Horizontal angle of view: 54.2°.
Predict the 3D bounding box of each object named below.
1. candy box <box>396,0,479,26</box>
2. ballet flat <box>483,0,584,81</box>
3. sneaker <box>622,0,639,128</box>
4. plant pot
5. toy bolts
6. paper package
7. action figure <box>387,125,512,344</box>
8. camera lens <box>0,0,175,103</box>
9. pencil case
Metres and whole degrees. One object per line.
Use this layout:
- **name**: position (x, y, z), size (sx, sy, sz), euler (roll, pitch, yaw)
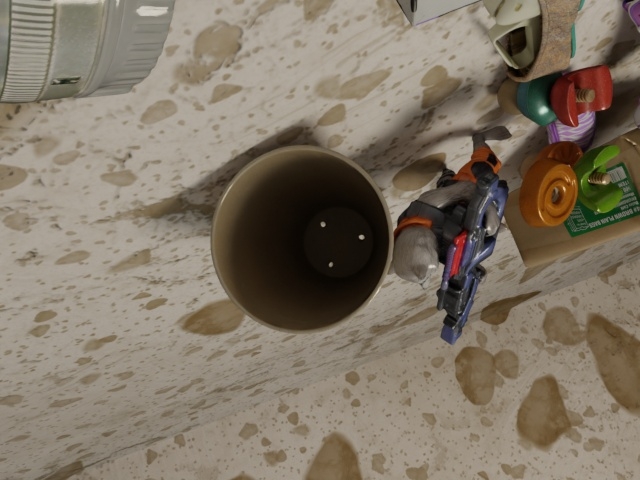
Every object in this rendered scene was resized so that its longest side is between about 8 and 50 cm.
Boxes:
- **candy box**: position (0.103, -0.279, 0.471), size (0.165, 0.196, 0.070), euler (-23, 156, -3)
- **ballet flat**: position (0.253, -0.279, 0.750), size (0.106, 0.107, 0.316), euler (-21, 157, 13)
- **sneaker**: position (0.505, -0.289, 0.921), size (0.102, 0.161, 0.282), euler (-48, 164, -25)
- **plant pot**: position (0.000, 0.000, 0.976), size (0.257, 0.256, 0.274), euler (-29, 173, 11)
- **toy bolts**: position (0.326, -0.143, 0.944), size (0.218, 0.228, 0.159), euler (-24, -156, -27)
- **paper package**: position (0.568, -0.100, 1.219), size (0.310, 0.168, 0.325), euler (-23, 175, -30)
- **action figure**: position (0.211, -0.006, 1.041), size (0.330, 0.179, 0.341), euler (-36, 143, -46)
- **camera lens**: position (-0.237, -0.182, 0.321), size (0.275, 0.219, 0.219), euler (-9, 153, -33)
- **pencil case**: position (0.429, -0.209, 1.085), size (0.088, 0.086, 0.206), euler (-59, 150, 3)
